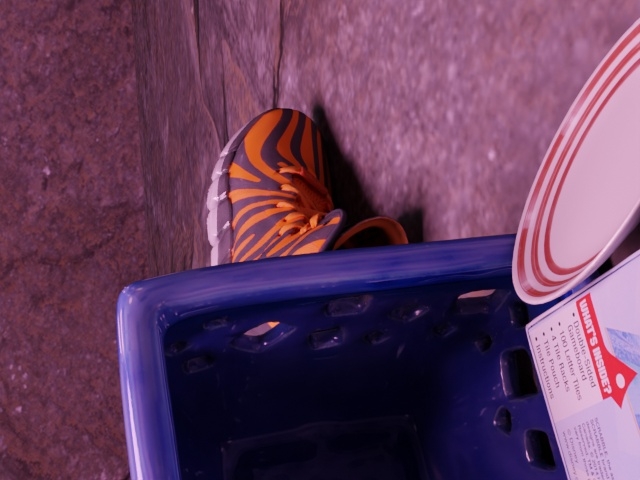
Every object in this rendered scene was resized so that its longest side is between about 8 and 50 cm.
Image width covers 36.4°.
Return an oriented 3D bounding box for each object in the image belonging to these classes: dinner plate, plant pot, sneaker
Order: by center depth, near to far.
[{"bbox_3d":[0.121,-0.035,0.406,0.141,0.017,0.141,-63,7,14],"label":"dinner plate"},{"bbox_3d":[0.025,0.145,0.508,0.212,0.236,0.236,115,146,-68],"label":"plant pot"},{"bbox_3d":[0.000,0.000,0.744,0.180,0.125,0.321,-31,41,40],"label":"sneaker"}]

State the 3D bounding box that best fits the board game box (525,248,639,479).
[{"bbox_3d":[0.188,0.120,0.246,0.318,0.066,0.318,124,137,-64],"label":"board game box"}]
